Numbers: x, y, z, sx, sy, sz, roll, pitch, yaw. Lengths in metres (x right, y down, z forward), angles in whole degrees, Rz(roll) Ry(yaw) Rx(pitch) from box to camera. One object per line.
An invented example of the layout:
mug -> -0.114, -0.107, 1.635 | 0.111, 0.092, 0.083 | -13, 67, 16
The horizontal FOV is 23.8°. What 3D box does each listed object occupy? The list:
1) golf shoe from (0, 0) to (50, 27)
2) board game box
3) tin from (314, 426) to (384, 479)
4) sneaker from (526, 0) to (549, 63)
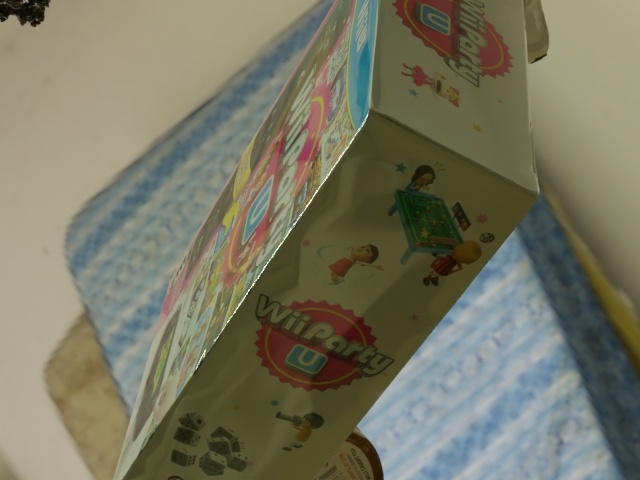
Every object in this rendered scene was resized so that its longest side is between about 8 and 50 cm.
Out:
golf shoe -> -0.256, -0.277, 1.375 | 0.077, 0.094, 0.198 | 11, -27, -33
board game box -> 0.000, 0.000, 0.843 | 0.303, 0.097, 0.224 | -55, 16, 33
tin -> -0.040, 0.195, 1.054 | 0.189, 0.106, 0.040 | -35, 27, -12
sneaker -> 0.143, -0.228, 1.186 | 0.071, 0.191, 0.083 | -37, 18, -36
